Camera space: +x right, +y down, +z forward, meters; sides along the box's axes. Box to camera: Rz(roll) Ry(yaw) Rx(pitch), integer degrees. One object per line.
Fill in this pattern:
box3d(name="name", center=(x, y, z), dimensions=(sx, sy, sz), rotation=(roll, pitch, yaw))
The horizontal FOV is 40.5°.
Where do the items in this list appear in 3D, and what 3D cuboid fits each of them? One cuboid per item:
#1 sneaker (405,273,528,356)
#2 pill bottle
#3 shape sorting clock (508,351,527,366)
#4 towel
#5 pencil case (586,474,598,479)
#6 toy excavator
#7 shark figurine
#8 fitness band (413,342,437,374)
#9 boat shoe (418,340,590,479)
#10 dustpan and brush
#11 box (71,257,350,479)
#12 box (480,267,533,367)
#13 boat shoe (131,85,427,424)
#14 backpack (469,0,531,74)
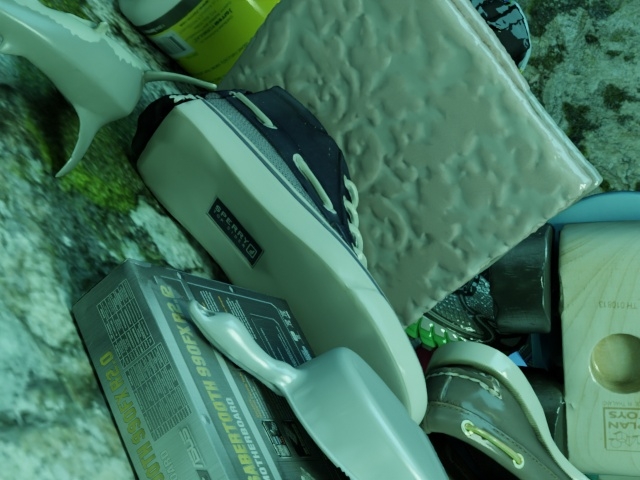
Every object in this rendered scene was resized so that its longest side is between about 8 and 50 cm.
box3d(name="sneaker", center=(0.098, -0.001, 0.952), dimensions=(0.343, 0.146, 0.134), rotation=(41, 20, 0))
box3d(name="pill bottle", center=(-0.058, -0.236, 1.040), dimensions=(0.334, 0.188, 0.188), rotation=(40, 20, -33))
box3d(name="shape sorting clock", center=(0.279, 0.217, 1.179), dimensions=(0.206, 0.040, 0.206), rotation=(58, -1, 1))
box3d(name="towel", center=(0.047, -0.091, 0.803), dimensions=(0.053, 0.332, 0.317), rotation=(-29, 80, -44))
box3d(name="pencil case", center=(0.388, 0.297, 1.293), dimensions=(0.152, 0.064, 0.070), rotation=(46, 2, -14))
box3d(name="toy excavator", center=(0.347, 0.150, 0.971), dimensions=(0.445, 0.222, 0.433), rotation=(-25, 111, -67))
box3d(name="shark figurine", center=(-0.189, -0.107, 0.607), dimensions=(0.166, 0.116, 0.278), rotation=(21, 0, 17))
box3d(name="fitness band", center=(0.191, 0.218, 0.983), dimensions=(0.209, 0.054, 0.291), rotation=(46, 18, -25))
box3d(name="boat shoe", center=(0.183, 0.236, 0.760), dimensions=(0.324, 0.116, 0.097), rotation=(55, 44, -19))
box3d(name="dustpan and brush", center=(0.002, 0.101, 0.549), dimensions=(0.211, 0.060, 0.147), rotation=(52, 5, -19))
box3d(name="box", center=(-0.040, 0.131, 0.552), dimensions=(0.183, 0.056, 0.231), rotation=(21, 34, -58))
box3d(name="box", center=(0.357, 0.105, 1.396), dimensions=(0.165, 0.143, 0.270), rotation=(26, 23, -25))
box3d(name="boat shoe", center=(0.000, 0.000, 0.741), dimensions=(0.158, 0.127, 0.341), rotation=(-26, 76, -48))
box3d(name="backpack", center=(0.155, -0.269, 1.372), dimensions=(0.290, 0.355, 0.273), rotation=(52, 16, 6))
